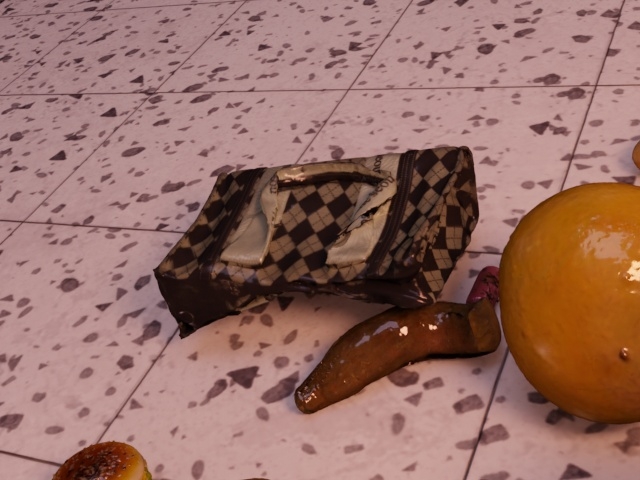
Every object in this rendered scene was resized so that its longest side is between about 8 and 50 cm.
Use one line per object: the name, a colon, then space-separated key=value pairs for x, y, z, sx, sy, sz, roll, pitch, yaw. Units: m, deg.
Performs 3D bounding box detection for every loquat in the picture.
loquat: x=0.336 y=0.074 z=1.004 sx=0.275 sy=0.274 sz=0.275 roll=-11 pitch=36 yaw=8

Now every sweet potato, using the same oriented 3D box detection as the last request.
sweet potato: x=0.094 y=0.141 z=1.158 sx=0.286 sy=0.085 sz=0.112 roll=-20 pitch=40 yaw=-5

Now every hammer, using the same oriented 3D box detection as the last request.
hammer: x=0.230 y=0.071 z=1.240 sx=0.043 sy=0.043 sz=0.083 roll=6 pitch=39 yaw=28

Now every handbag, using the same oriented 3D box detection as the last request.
handbag: x=0.000 y=0.000 z=1.279 sx=0.416 sy=0.180 sz=0.316 roll=-6 pitch=28 yaw=22

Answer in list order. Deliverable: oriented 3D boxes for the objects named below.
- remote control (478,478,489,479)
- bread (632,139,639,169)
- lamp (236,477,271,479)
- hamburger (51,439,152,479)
remote control: x=0.236 y=0.300 z=0.939 sx=0.184 sy=0.027 sz=0.050 roll=12 pitch=42 yaw=40
bread: x=0.567 y=-0.152 z=1.380 sx=0.189 sy=0.077 sz=0.114 roll=-30 pitch=17 yaw=-17
lamp: x=-0.110 y=0.333 z=0.922 sx=0.185 sy=0.161 sz=0.161 roll=-14 pitch=35 yaw=5
hamburger: x=-0.266 y=0.302 z=1.084 sx=0.127 sy=0.081 sz=0.141 roll=-23 pitch=35 yaw=-9
